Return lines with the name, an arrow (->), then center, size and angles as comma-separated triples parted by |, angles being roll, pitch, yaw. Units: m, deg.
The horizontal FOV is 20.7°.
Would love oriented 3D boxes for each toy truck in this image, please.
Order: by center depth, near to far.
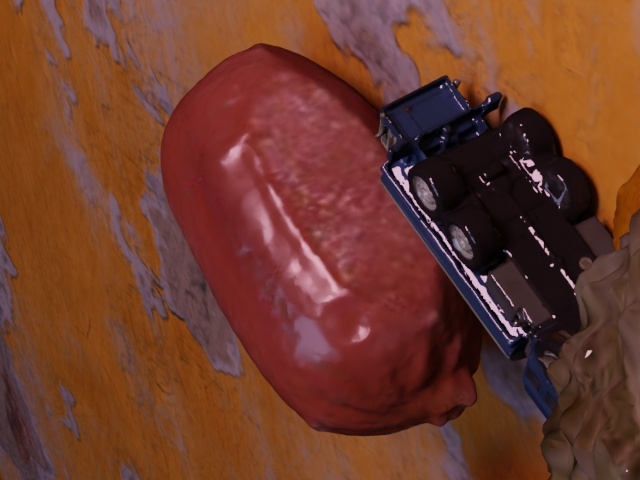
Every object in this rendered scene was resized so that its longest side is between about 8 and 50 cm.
toy truck -> 0.097, 0.009, 0.863 | 0.202, 0.074, 0.088 | 55, 160, 21

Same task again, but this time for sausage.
sausage -> 0.000, 0.000, 0.977 | 0.254, 0.148, 0.148 | 56, 156, 17

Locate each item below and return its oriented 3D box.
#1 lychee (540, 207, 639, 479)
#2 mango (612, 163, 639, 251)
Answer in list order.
lychee -> 0.192, 0.084, 0.523 | 0.255, 0.274, 0.255 | -7, 81, 48
mango -> 0.171, 0.026, 0.710 | 0.159, 0.084, 0.105 | 54, 150, 23
